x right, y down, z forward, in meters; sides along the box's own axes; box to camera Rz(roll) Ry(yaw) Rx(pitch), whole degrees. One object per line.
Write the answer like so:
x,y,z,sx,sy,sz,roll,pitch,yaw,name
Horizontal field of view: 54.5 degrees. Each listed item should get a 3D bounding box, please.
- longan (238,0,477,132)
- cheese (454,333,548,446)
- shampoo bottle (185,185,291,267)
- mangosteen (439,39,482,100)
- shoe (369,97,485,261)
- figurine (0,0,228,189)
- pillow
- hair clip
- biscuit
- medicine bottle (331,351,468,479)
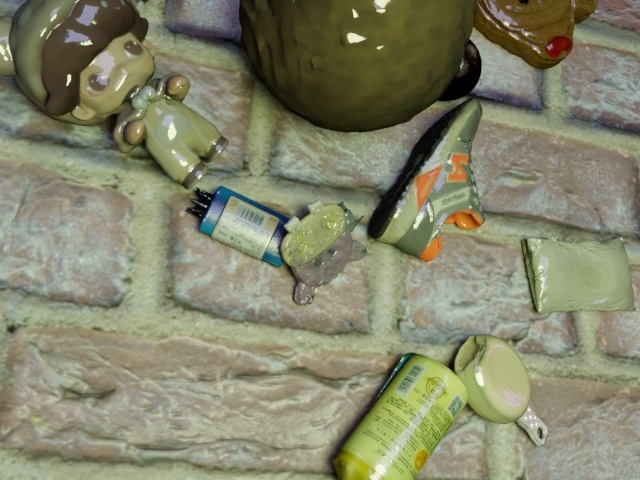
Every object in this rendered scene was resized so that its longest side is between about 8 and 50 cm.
0.055,-0.367,0.991,0.391,0.391,0.391,4,74,-15,longan
0.318,0.263,1.055,0.227,0.064,0.137,48,52,-12,cheese
-0.131,-0.029,1.023,0.183,0.050,0.087,26,72,-8,shampoo bottle
0.240,-0.335,1.183,0.137,0.137,0.151,41,35,-2,mangosteen
0.237,-0.099,1.111,0.171,0.132,0.336,37,71,-9,shoe
-0.314,-0.246,0.966,0.380,0.203,0.248,42,75,-14,figurine
0.495,0.065,1.177,0.230,0.050,0.148,1,82,-15,pillow
0.006,0.001,1.036,0.187,0.056,0.146,-46,126,-32,hair clip
0.426,-0.545,1.319,0.359,0.074,0.381,-21,79,-18,biscuit
0.122,0.300,0.969,0.124,0.124,0.239,42,69,-1,medicine bottle
